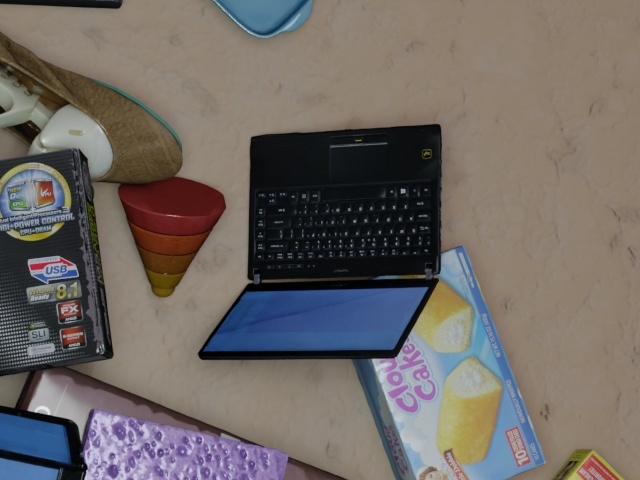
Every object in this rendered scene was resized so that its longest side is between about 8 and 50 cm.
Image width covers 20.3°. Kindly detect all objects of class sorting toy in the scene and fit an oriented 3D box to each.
[{"bbox_3d":[-0.290,-0.003,1.952,0.366,0.127,0.126,4,113,-9],"label":"sorting toy"}]

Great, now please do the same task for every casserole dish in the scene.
[{"bbox_3d":[-0.089,-0.313,2.045,0.188,0.037,0.114,45,77,-5],"label":"casserole dish"}]

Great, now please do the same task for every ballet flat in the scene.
[{"bbox_3d":[-0.314,-0.143,1.913,0.342,0.116,0.124,34,38,0],"label":"ballet flat"}]

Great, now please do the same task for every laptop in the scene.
[{"bbox_3d":[0.000,0.000,1.925,0.234,0.136,0.264,-2,83,24],"label":"laptop"}]

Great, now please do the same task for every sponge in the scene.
[{"bbox_3d":[-0.147,0.252,1.836,0.210,0.031,0.117,15,79,-11],"label":"sponge"}]

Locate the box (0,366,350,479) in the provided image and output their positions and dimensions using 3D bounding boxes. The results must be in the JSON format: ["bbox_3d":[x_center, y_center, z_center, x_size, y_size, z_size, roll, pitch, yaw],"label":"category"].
[{"bbox_3d":[-0.163,0.282,1.915,0.381,0.143,0.191,22,80,-7],"label":"box"}]

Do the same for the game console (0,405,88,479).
[{"bbox_3d":[-0.301,0.225,1.776,0.122,0.071,0.107,10,76,13],"label":"game console"}]

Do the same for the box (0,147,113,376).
[{"bbox_3d":[-0.360,0.034,1.827,0.270,0.060,0.216,-8,81,2],"label":"box"}]

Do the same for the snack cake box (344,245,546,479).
[{"bbox_3d":[0.129,0.156,2.016,0.152,0.089,0.264,-20,88,-14],"label":"snack cake box"}]

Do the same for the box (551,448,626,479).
[{"bbox_3d":[0.258,0.351,2.038,0.087,0.058,0.232,45,77,-4],"label":"box"}]

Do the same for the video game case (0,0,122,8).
[{"bbox_3d":[-0.358,-0.389,1.994,0.275,0.035,0.248,1,84,-12],"label":"video game case"}]
